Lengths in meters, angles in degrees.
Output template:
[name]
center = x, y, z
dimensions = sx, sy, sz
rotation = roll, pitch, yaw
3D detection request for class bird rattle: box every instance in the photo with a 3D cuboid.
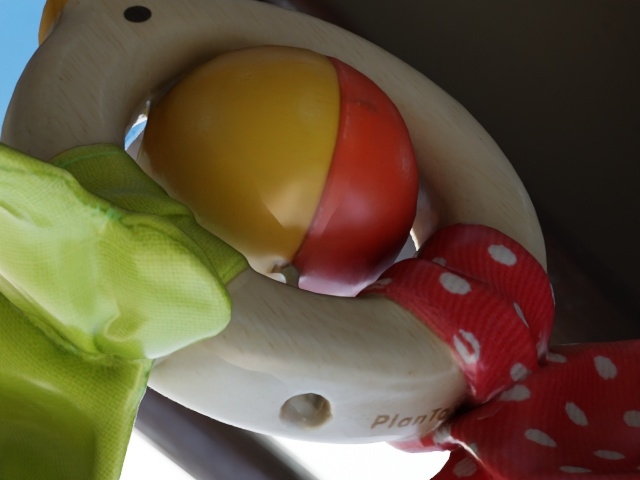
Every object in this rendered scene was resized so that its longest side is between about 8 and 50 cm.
[bird rattle]
center = 0.000, 0.000, 0.442
dimensions = 0.207, 0.253, 0.143
rotation = -96, -163, -44

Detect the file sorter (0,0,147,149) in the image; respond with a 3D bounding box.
[file sorter]
center = -0.118, -0.130, 0.741
dimensions = 0.170, 0.118, 0.104
rotation = -44, -129, 42
